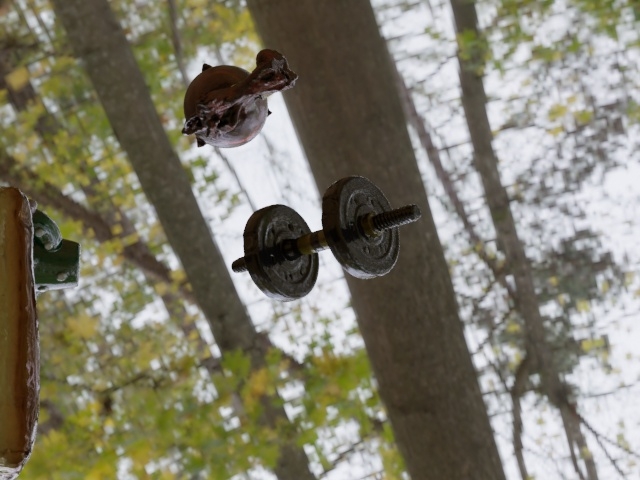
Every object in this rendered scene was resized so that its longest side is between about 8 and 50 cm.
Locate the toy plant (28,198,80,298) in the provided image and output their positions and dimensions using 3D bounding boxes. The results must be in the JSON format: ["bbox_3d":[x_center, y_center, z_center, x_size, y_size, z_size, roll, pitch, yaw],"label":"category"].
[{"bbox_3d":[-0.517,0.029,1.976,0.243,0.232,0.112,-14,-137,8],"label":"toy plant"}]

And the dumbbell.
[{"bbox_3d":[0.000,0.000,1.676,0.325,0.143,0.143,-18,-154,36],"label":"dumbbell"}]

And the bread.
[{"bbox_3d":[-0.421,0.131,1.312,0.323,0.143,0.333,-33,-126,48],"label":"bread"}]

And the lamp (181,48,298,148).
[{"bbox_3d":[-0.147,-0.242,2.137,0.215,0.151,0.223,-39,-152,-7],"label":"lamp"}]
